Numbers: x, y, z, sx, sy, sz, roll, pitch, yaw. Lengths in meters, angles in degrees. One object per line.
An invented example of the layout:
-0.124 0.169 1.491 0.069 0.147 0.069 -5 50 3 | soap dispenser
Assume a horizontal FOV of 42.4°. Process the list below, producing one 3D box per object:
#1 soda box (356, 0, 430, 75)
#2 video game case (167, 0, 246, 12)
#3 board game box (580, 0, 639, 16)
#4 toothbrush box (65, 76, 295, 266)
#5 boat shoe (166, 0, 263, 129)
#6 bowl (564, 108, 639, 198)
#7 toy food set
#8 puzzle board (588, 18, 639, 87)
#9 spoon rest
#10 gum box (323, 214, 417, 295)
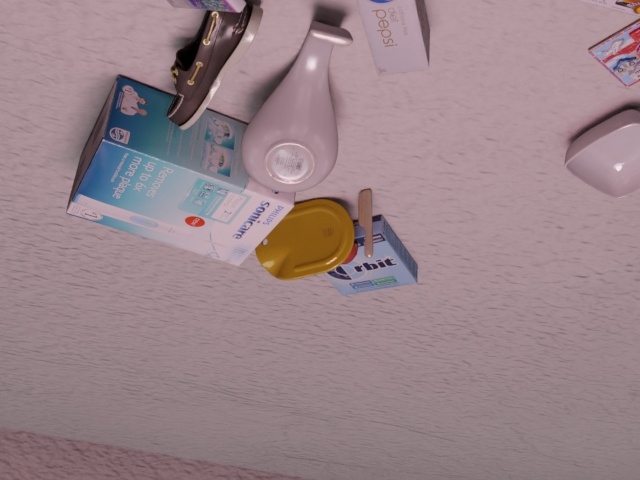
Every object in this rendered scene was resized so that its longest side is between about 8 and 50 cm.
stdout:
0.079 -0.295 0.965 0.069 0.074 0.216 -5 146 16 | soda box
-0.176 -0.320 0.940 0.143 0.019 0.157 20 163 45 | video game case
0.427 -0.306 0.858 0.305 0.053 0.193 11 147 -10 | board game box
-0.210 -0.095 1.270 0.295 0.126 0.216 18 145 -23 | toothbrush box
-0.157 -0.236 1.089 0.068 0.081 0.228 23 136 -23 | boat shoe
0.442 -0.132 1.202 0.142 0.053 0.142 24 143 -29 | bowl
0.000 0.000 1.411 0.217 0.128 0.071 -13 165 17 | toy food set
0.425 -0.249 1.058 0.096 0.011 0.128 29 141 -33 | puzzle board
-0.023 -0.177 1.121 0.137 0.084 0.276 13 131 -12 | spoon rest
0.074 0.032 1.514 0.156 0.041 0.184 -11 144 23 | gum box
